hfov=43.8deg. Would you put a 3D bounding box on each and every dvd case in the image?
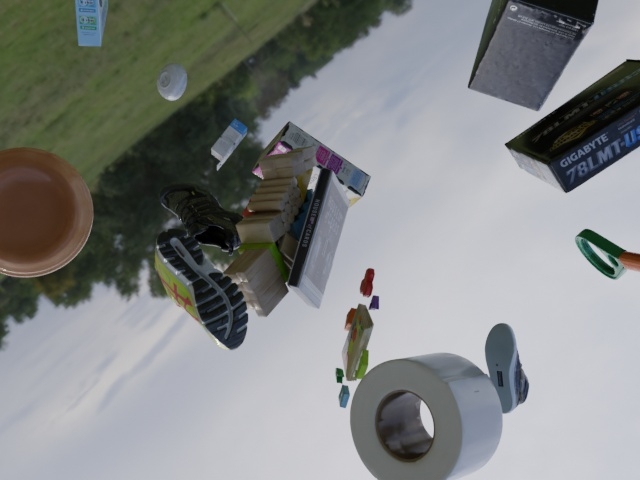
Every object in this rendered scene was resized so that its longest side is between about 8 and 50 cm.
[{"bbox_3d":[0.000,0.000,1.568,0.179,0.029,0.239,53,52,-68],"label":"dvd case"}]

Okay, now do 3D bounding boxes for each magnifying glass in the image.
[{"bbox_3d":[0.446,0.026,1.187,0.026,0.092,0.231,-40,-173,0],"label":"magnifying glass"}]

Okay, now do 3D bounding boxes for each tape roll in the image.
[{"bbox_3d":[0.201,0.340,1.514,0.246,0.246,0.169,-33,158,31],"label":"tape roll"}]

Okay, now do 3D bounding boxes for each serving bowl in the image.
[{"bbox_3d":[-0.333,-0.352,1.756,0.083,0.083,0.027,-33,160,31],"label":"serving bowl"}]

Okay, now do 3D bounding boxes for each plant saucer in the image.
[{"bbox_3d":[-0.448,-0.043,1.209,0.200,0.200,0.037,-43,-167,-11],"label":"plant saucer"}]

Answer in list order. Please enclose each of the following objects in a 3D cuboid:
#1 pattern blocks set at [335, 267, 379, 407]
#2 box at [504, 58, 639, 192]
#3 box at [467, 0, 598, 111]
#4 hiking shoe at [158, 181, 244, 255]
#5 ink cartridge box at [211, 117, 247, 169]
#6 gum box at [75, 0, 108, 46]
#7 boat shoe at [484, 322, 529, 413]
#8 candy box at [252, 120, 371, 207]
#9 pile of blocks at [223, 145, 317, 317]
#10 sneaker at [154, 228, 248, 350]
[{"bbox_3d":[0.099,0.267,2.118,0.285,0.026,0.325,-94,-160,-57],"label":"pattern blocks set"},{"bbox_3d":[0.506,-0.216,1.444,0.295,0.073,0.293,-34,-166,7],"label":"box"},{"bbox_3d":[0.457,-0.489,1.684,0.294,0.182,0.296,102,7,-63],"label":"box"},{"bbox_3d":[-0.262,-0.050,1.725,0.086,0.226,0.114,-66,171,27],"label":"hiking shoe"},{"bbox_3d":[-0.160,-0.162,1.353,0.083,0.028,0.048,-53,-178,-9],"label":"ink cartridge box"},{"bbox_3d":[-0.390,-0.450,1.352,0.157,0.041,0.184,-100,-166,-48],"label":"gum box"},{"bbox_3d":[0.380,0.253,1.614,0.065,0.184,0.083,2,-174,38],"label":"boat shoe"},{"bbox_3d":[-0.023,-0.154,1.859,0.159,0.233,0.071,-40,-157,53],"label":"candy box"},{"bbox_3d":[-0.099,-0.022,1.568,0.112,0.149,0.362,-1,-122,37],"label":"pile of blocks"},{"bbox_3d":[-0.187,0.083,1.227,0.081,0.209,0.094,-26,166,-37],"label":"sneaker"}]
